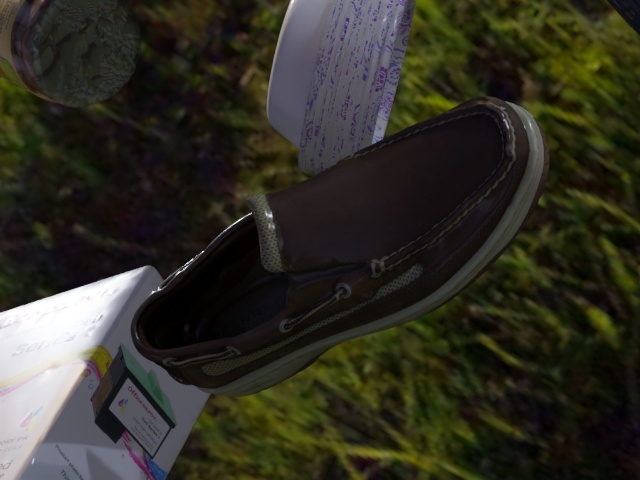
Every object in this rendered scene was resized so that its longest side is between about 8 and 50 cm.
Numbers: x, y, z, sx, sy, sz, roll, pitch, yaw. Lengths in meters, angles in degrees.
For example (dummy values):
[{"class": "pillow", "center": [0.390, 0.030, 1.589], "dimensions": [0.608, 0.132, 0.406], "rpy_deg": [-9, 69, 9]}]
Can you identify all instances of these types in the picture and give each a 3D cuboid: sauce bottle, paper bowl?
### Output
[{"class": "sauce bottle", "center": [-0.281, -0.205, 1.427], "dimensions": [0.344, 0.111, 0.111], "rpy_deg": [28, 87, 53]}, {"class": "paper bowl", "center": [0.023, -0.221, 1.998], "dimensions": [0.284, 0.148, 0.284], "rpy_deg": [15, -90, -87]}]

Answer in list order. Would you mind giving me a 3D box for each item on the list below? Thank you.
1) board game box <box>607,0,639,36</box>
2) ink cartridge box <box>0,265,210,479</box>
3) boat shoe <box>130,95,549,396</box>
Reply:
[{"class": "board game box", "center": [0.307, -0.318, 1.555], "dimensions": [0.060, 0.194, 0.194], "rpy_deg": [-13, 65, 30]}, {"class": "ink cartridge box", "center": [-0.220, 0.160, 1.172], "dimensions": [0.201, 0.117, 0.278], "rpy_deg": [-17, 27, 29]}, {"class": "boat shoe", "center": [0.002, 0.007, 0.847], "dimensions": [0.257, 0.095, 0.095], "rpy_deg": [-38, 55, 25]}]
